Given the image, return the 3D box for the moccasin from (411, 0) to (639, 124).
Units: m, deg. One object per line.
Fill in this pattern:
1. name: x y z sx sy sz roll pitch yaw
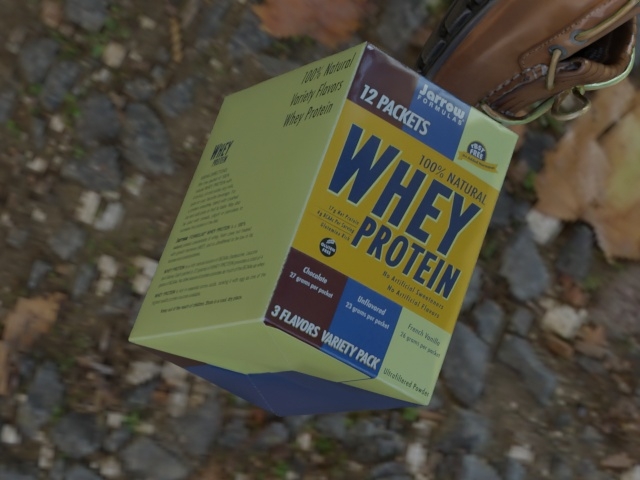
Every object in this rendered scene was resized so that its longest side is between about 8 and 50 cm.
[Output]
1. moccasin: 0.188 -0.166 1.358 0.147 0.139 0.380 39 131 -8

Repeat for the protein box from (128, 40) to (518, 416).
1. protein box: 0.000 0.000 1.237 0.200 0.136 0.201 -13 53 58
